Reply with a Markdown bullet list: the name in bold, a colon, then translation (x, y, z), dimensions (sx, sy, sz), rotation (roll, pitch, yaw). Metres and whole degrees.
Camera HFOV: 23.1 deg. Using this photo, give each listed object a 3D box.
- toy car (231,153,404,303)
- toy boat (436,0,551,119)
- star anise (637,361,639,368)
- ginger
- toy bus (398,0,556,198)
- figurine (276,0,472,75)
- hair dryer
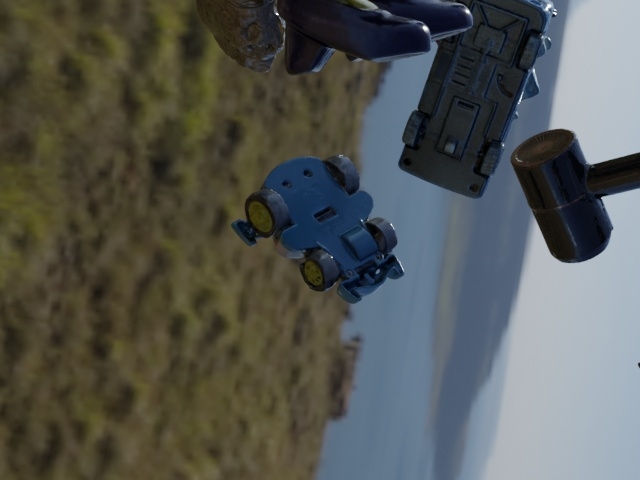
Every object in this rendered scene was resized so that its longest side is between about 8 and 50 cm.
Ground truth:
- **toy car**: translation (0.000, 0.000, 1.567), dimensions (0.126, 0.161, 0.098), rotation (-31, 168, -36)
- **toy boat**: translation (0.198, -0.320, 2.019), dimensions (0.145, 0.133, 0.332), rotation (-83, 149, -63)
- **star anise**: translation (0.519, 0.200, 1.954), dimensions (0.257, 0.110, 0.198), rotation (-33, -121, 42)
- **ginger**: translation (-0.078, -0.241, 1.637), dimensions (0.137, 0.074, 0.213), rotation (65, -15, -17)
- **toy bus**: translation (0.181, -0.183, 1.792), dimensions (0.134, 0.113, 0.246), rotation (-54, 164, -60)
- **figurine**: translation (0.021, -0.332, 1.141), dimensions (0.154, 0.193, 0.421), rotation (-18, 117, -63)
- **hair dryer**: translation (0.469, -0.085, 2.267), dimensions (0.189, 0.352, 0.107), rotation (64, 30, -25)
